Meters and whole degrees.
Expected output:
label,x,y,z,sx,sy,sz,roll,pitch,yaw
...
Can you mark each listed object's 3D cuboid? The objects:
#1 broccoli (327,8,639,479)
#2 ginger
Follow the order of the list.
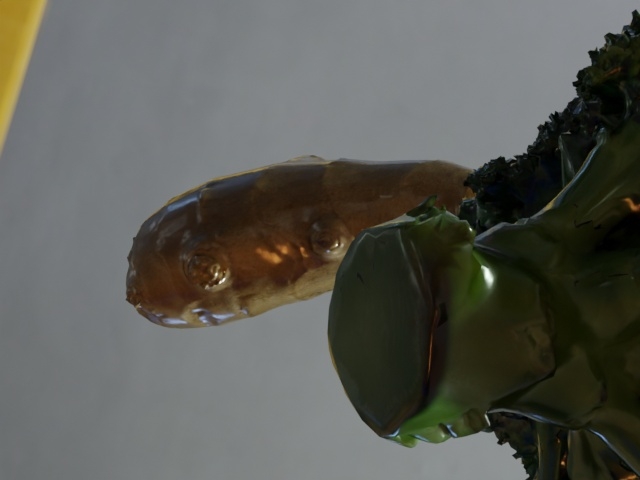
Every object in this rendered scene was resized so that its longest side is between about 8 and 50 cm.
label,x,y,z,sx,sy,sz,roll,pitch,yaw
broccoli,0.134,0.041,0.827,0.297,0.297,0.297,1,-88,59
ginger,0.006,0.001,1.670,0.236,0.375,0.166,9,82,-81
